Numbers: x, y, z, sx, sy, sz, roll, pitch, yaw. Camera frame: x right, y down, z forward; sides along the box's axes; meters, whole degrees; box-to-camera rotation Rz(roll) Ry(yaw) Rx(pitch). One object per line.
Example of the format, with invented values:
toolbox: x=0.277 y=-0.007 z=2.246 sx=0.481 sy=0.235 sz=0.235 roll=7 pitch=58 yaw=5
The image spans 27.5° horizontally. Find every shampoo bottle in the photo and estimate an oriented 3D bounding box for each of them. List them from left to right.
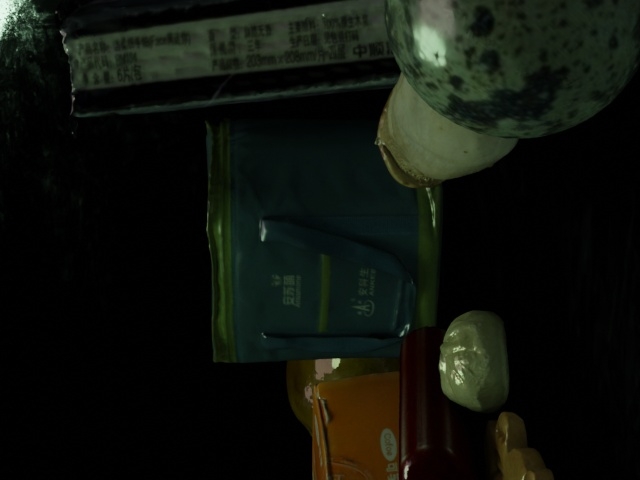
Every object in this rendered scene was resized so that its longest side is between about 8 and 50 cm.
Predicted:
shampoo bottle: x=0.098 y=0.174 z=1.079 sx=0.260 sy=0.064 sz=0.102 roll=-80 pitch=-28 yaw=-65

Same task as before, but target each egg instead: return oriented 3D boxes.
egg: x=0.099 y=-0.120 z=0.654 sx=0.172 sy=0.132 sz=0.132 roll=-68 pitch=-23 yaw=-72

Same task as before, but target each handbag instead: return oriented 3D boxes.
handbag: x=0.000 y=0.000 z=1.385 sx=0.222 sy=0.241 sz=0.263 roll=-97 pitch=4 yaw=-56

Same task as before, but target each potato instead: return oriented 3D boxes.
potato: x=0.037 y=0.102 z=1.635 sx=0.195 sy=0.176 sz=0.369 roll=-4 pitch=-86 yaw=-67

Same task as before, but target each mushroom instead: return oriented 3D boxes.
mushroom: x=0.095 y=-0.106 z=0.979 sx=0.351 sy=0.095 sz=0.122 roll=115 pitch=153 yaw=-83

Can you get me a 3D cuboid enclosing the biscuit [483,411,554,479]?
biscuit: x=0.148 y=0.204 z=0.995 sx=0.184 sy=0.027 sz=0.133 roll=-105 pitch=13 yaw=-71

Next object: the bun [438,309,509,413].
bun: x=0.122 y=0.098 z=1.060 sx=0.086 sy=0.055 sz=0.086 roll=177 pitch=90 yaw=-86

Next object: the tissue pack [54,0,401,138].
tissue pack: x=-0.061 y=-0.193 z=1.260 sx=0.259 sy=0.361 sz=0.122 roll=-107 pitch=10 yaw=-76

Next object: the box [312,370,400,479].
box: x=0.069 y=0.334 z=1.457 sx=0.341 sy=0.143 sz=0.225 roll=92 pitch=173 yaw=-47
